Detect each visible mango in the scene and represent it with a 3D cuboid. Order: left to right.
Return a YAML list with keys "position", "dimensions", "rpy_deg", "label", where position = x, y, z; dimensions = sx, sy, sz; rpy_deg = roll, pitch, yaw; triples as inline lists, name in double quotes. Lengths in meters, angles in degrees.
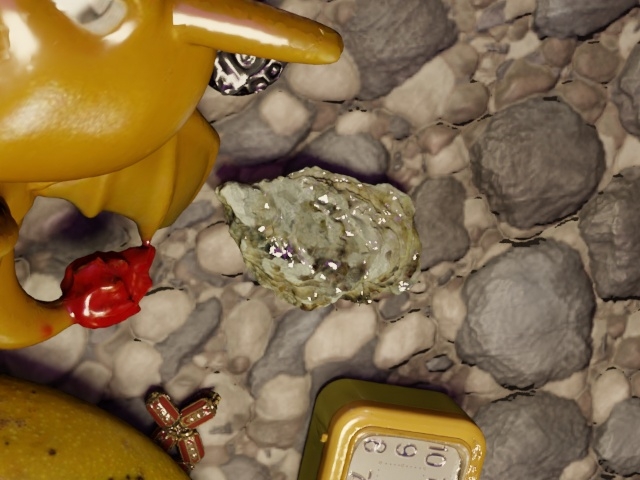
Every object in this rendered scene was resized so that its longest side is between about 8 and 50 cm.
- position: [-0.230, 0.206, 1.036]
  dimensions: [0.329, 0.176, 0.175]
  rpy_deg: [17, 58, -13]
  label: "mango"

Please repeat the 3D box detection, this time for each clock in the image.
- position: [0.051, 0.231, 1.145]
  dimensions: [0.143, 0.096, 0.202]
  rpy_deg: [10, 100, -12]
  label: "clock"

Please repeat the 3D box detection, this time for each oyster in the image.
- position: [0.000, 0.000, 1.093]
  dimensions: [0.177, 0.064, 0.125]
  rpy_deg: [-2, 100, -15]
  label: "oyster"

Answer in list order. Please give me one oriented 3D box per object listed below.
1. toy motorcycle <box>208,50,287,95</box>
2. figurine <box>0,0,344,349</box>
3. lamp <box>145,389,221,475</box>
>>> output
- position: [-0.097, -0.274, 0.967]
  dimensions: [0.213, 0.125, 0.358]
  rpy_deg: [9, 108, -16]
  label: "toy motorcycle"
- position: [-0.194, -0.086, 0.867]
  dimensions: [0.268, 0.401, 0.387]
  rpy_deg: [50, 126, 12]
  label: "figurine"
- position: [-0.120, 0.166, 1.122]
  dimensions: [0.063, 0.031, 0.083]
  rpy_deg: [5, 106, -13]
  label: "lamp"
